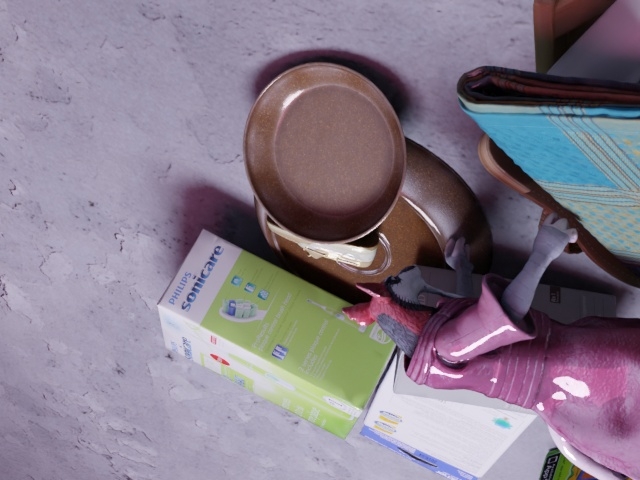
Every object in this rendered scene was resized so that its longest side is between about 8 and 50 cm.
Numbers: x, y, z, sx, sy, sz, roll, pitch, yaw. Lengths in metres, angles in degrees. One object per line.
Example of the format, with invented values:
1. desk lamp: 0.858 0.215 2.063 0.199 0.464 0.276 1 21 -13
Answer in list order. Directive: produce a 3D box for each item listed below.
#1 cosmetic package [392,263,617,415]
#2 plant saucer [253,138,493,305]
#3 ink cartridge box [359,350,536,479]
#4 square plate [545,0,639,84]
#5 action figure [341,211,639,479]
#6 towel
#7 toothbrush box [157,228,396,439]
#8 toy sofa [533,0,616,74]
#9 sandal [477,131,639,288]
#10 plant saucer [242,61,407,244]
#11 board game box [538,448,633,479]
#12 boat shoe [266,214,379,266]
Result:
1. cosmetic package: 0.207 0.117 1.162 0.238 0.127 0.107 9 142 -1
2. plant saucer: 0.051 -0.004 1.235 0.310 0.050 0.311 17 137 16
3. ink cartridge box: 0.166 0.223 1.361 0.185 0.065 0.311 24 147 5
4. square plate: 0.368 -0.099 0.701 0.347 0.049 0.344 23 160 -5
5. action figure: 0.198 0.123 1.015 0.370 0.276 0.248 11 172 3
6. towel: 0.303 -0.030 0.826 0.271 0.040 0.370 13 165 45
7. toothbrush box: -0.057 0.128 1.335 0.283 0.122 0.206 28 159 5
8. toy sofa: 0.359 -0.189 0.809 0.362 0.177 0.150 12 159 19
9. sandal: 0.253 -0.035 1.072 0.240 0.088 0.079 37 161 -9
10. plant saucer: 0.008 -0.096 1.125 0.198 0.036 0.199 6 103 25
11. board game box: 0.469 0.451 1.209 0.356 0.356 0.356 41 139 -12
12. boat shoe: 0.000 0.000 1.193 0.135 0.050 0.045 18 133 14
